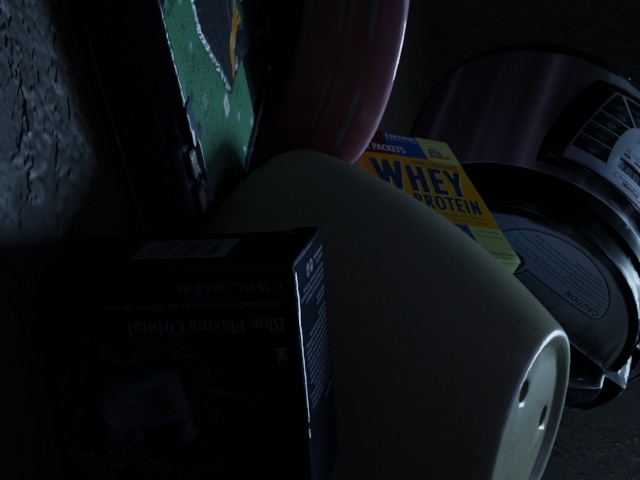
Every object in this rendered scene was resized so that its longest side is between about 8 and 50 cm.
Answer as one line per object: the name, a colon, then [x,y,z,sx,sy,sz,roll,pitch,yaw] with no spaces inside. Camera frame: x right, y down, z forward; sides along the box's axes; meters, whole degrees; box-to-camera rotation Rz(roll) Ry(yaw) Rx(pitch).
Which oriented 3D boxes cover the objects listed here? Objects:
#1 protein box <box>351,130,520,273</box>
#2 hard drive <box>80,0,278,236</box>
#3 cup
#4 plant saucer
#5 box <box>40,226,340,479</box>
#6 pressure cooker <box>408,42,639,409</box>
protein box: [0.071,0.023,1.290,0.201,0.136,0.200,-62,-144,34]
hard drive: [-0.099,-0.174,0.981,0.339,0.064,0.237,-83,166,-49]
cup: [0.054,0.116,0.960,0.331,0.237,0.331,-44,142,-48]
plant saucer: [-0.004,-0.236,1.210,0.332,0.084,0.332,-177,-90,-74]
box: [-0.076,0.080,0.764,0.093,0.156,0.158,-59,145,-72]
pressure cooker: [0.253,0.003,1.562,0.420,0.370,0.375,-64,153,-43]
